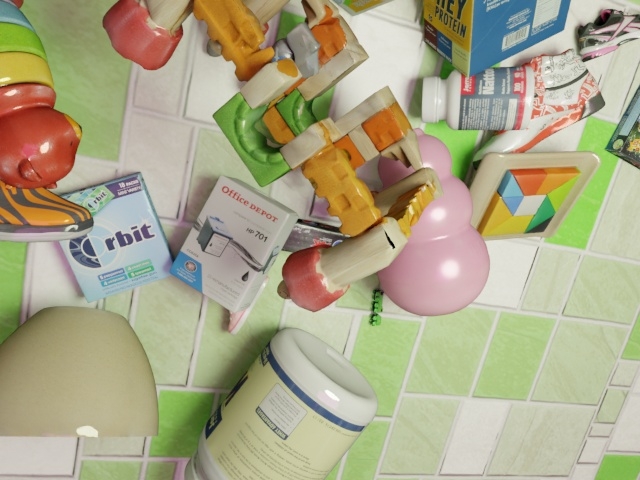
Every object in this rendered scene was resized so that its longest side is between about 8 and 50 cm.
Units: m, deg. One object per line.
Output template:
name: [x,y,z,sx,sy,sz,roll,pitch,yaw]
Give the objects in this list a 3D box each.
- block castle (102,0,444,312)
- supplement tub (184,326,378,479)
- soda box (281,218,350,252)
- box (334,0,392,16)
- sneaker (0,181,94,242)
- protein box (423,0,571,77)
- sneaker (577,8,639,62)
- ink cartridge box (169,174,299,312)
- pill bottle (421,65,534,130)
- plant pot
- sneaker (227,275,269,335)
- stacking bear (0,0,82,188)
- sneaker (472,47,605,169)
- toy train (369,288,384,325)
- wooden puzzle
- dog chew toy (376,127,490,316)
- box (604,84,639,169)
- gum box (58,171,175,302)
block castle: [-0.046,-0.159,0.697,0.213,0.303,0.453,-30,99,34]
supplement tub: [-0.075,0.352,0.919,0.235,0.235,0.324,36,95,-22]
soda box: [0.000,0.000,0.929,0.169,0.053,0.060,12,103,-18]
box: [0.066,-0.423,0.736,0.114,0.203,0.103,30,97,-21]
sneaker: [-0.481,-0.108,0.702,0.322,0.124,0.179,13,101,-5]
protein box: [0.283,-0.414,0.791,0.200,0.136,0.201,-28,144,-6]
sneaker: [0.578,-0.415,0.956,0.178,0.072,0.077,-26,101,-12]
ink cartridge box: [-0.146,0.004,0.846,0.140,0.082,0.190,30,97,8]
pill bottle: [0.272,-0.248,0.872,0.180,0.108,0.107,2,108,13]
plant pot: [-0.397,0.212,0.793,0.284,0.284,0.190,7,69,-17]
sneaker: [-0.156,0.108,0.924,0.070,0.051,0.134,29,104,-8]
stacking bear: [-0.414,-0.204,0.636,0.164,0.175,0.288,-28,95,-20]
sneaker: [0.387,-0.254,0.946,0.270,0.090,0.144,-29,97,5]
toy train: [0.118,0.138,1.024,0.024,0.017,0.083,-3,107,-25]
wooden puzzle: [0.400,-0.076,0.973,0.239,0.044,0.220,-1,135,-13]
dog chew toy: [0.189,-0.036,0.900,0.207,0.206,0.331,-14,102,-11]
box: [0.750,-0.223,1.073,0.233,0.044,0.159,20,100,-20]
gum box: [-0.349,-0.005,0.837,0.157,0.041,0.184,-18,109,-9]
